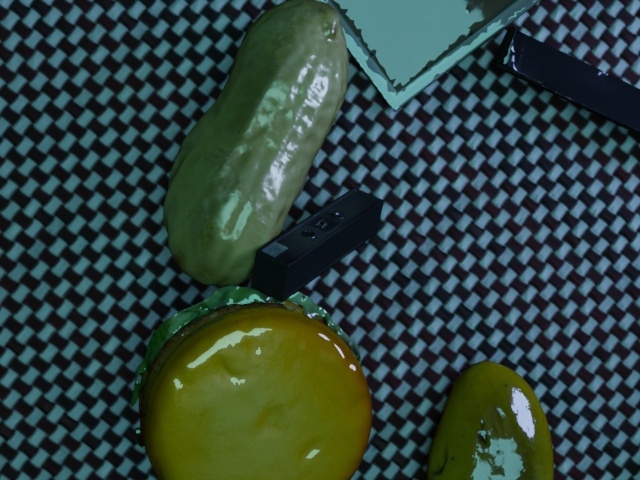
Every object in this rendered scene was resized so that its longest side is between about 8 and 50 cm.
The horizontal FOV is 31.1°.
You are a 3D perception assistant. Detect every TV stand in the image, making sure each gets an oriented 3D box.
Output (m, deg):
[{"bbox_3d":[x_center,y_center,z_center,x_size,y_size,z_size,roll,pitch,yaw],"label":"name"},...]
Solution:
[{"bbox_3d":[0.315,-0.162,1.271,0.256,0.040,0.049,24,98,-7],"label":"TV stand"}]

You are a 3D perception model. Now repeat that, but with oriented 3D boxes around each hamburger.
[{"bbox_3d":[-0.071,0.159,1.162,0.246,0.170,0.246,-2,100,-13],"label":"hamburger"}]

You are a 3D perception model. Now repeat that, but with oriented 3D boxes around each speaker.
[{"bbox_3d":[0.000,0.000,1.169,0.040,0.191,0.046,24,122,23],"label":"speaker"}]

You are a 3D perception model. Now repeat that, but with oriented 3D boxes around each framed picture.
[{"bbox_3d":[0.122,-0.305,1.259,0.273,0.016,0.216,-37,96,-5],"label":"framed picture"}]

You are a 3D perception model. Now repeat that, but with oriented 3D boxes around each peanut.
[{"bbox_3d":[-0.069,-0.104,1.178,0.148,0.147,0.318,22,78,-7],"label":"peanut"}]

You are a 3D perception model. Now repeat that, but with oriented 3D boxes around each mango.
[{"bbox_3d":[0.182,0.228,1.240,0.137,0.098,0.195,-3,87,-3],"label":"mango"}]
